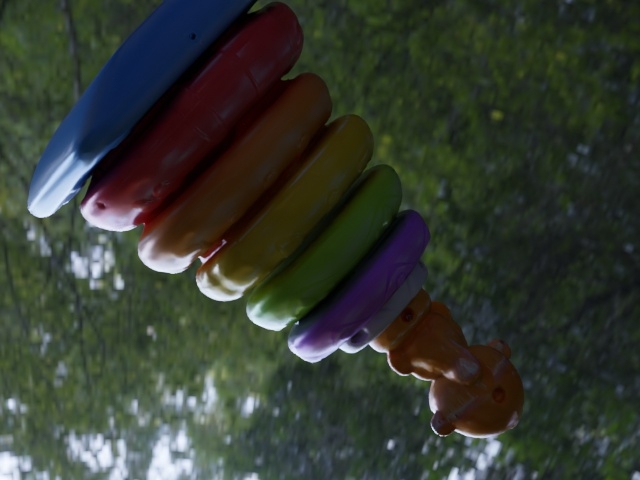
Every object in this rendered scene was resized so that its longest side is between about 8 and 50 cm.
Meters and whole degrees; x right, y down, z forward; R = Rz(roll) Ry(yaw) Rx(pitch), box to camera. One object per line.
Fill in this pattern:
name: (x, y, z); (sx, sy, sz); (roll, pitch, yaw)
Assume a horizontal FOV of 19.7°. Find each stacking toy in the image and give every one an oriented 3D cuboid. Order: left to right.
stacking toy: (0.000, 0.000, 1.024); (0.302, 0.166, 0.175); (43, -113, -6)
